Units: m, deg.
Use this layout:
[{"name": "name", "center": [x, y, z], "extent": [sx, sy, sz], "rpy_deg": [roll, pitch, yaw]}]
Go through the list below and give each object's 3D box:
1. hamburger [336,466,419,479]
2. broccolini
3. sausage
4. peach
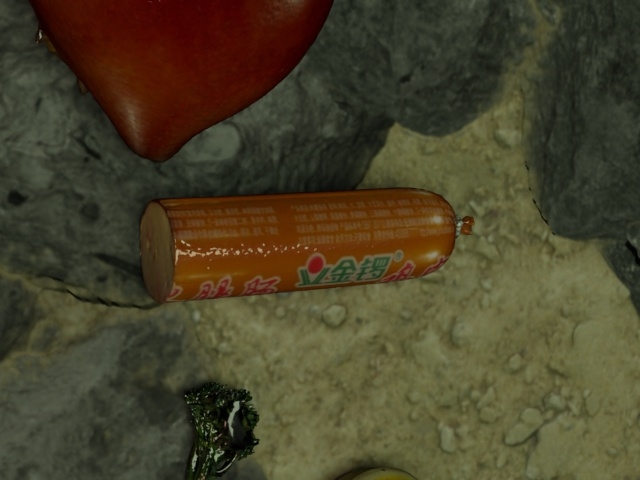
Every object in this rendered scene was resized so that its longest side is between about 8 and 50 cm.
[{"name": "hamburger", "center": [0.053, 0.284, 1.259], "extent": [0.127, 0.081, 0.141], "rpy_deg": [33, 80, -23]}, {"name": "broccolini", "center": [-0.122, 0.249, 1.214], "extent": [0.057, 0.071, 0.254], "rpy_deg": [15, 97, -66]}, {"name": "sausage", "center": [0.000, 0.000, 1.205], "extent": [0.312, 0.093, 0.092], "rpy_deg": [-4, 96, -24]}, {"name": "peach", "center": [-0.103, -0.231, 1.063], "extent": [0.258, 0.201, 0.361], "rpy_deg": [-8, 105, -35]}]
